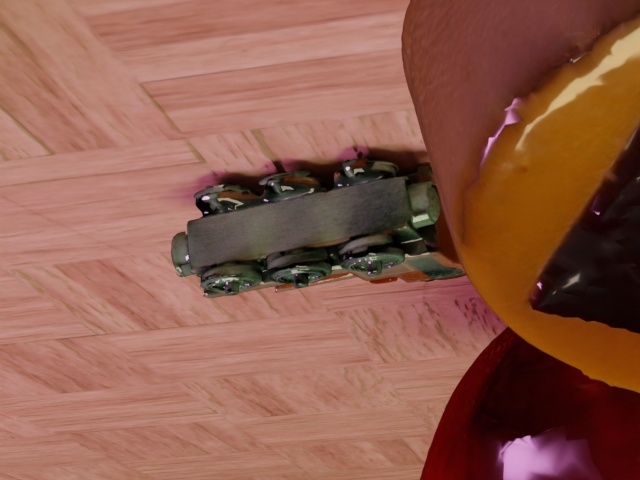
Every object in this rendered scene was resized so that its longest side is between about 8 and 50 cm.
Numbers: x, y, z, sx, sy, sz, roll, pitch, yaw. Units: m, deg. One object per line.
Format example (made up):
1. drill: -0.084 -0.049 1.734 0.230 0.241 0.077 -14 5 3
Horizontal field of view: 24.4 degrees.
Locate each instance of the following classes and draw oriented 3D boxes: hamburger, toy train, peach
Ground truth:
1. hamburger: 0.179 -0.061 0.557 0.300 0.176 0.300 5 145 4
2. toy train: 0.000 0.000 0.925 0.175 0.074 0.118 -12 163 20
3. peach: 0.243 0.202 1.109 0.388 0.388 0.388 -2 162 -1
